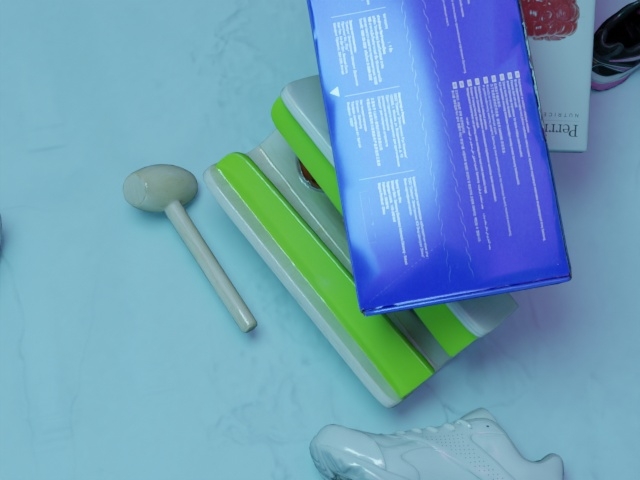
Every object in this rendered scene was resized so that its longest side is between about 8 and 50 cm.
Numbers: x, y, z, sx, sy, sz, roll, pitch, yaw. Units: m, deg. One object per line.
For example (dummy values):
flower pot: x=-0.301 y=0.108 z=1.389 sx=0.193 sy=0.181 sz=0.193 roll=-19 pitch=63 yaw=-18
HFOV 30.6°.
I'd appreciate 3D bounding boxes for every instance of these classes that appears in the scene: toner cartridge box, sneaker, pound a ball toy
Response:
toner cartridge box: x=0.083 y=-0.123 z=0.929 sx=0.165 sy=0.075 sz=0.347 roll=-9 pitch=85 yaw=2
sneaker: x=0.106 y=0.195 z=1.024 sx=0.232 sy=0.090 sz=0.115 roll=21 pitch=62 yaw=-5
sneaker: x=0.340 y=-0.220 z=1.194 sx=0.178 sy=0.077 sz=0.072 roll=-39 pitch=77 yaw=-17
pound a ball toy: x=0.000 y=0.000 z=1.069 sx=0.319 sy=0.208 sz=0.136 roll=51 pitch=29 yaw=7

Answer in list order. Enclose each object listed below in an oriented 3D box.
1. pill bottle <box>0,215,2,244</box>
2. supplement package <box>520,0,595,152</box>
pill bottle: x=-0.410 y=-0.011 z=1.045 sx=0.221 sy=0.121 sz=0.121 roll=18 pitch=69 yaw=3
supplement package: x=0.150 y=-0.230 z=1.075 sx=0.178 sy=0.175 sz=0.293 roll=1 pitch=96 yaw=-2
